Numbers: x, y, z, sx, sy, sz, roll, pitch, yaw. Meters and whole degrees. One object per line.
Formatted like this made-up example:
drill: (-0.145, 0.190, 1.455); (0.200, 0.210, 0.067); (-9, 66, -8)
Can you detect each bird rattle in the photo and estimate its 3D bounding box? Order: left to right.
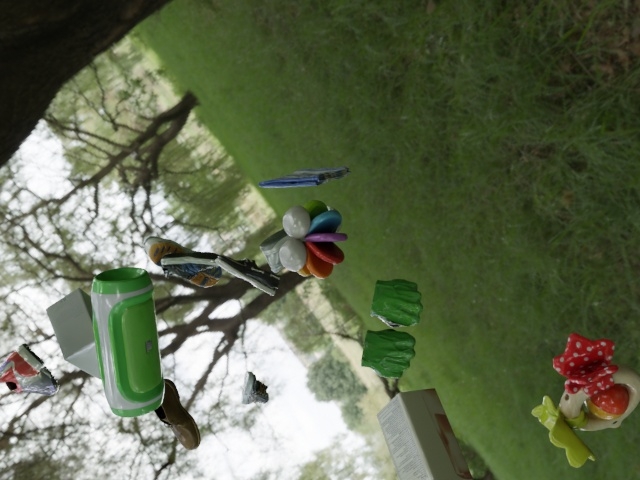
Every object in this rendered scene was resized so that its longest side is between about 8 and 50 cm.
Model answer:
bird rattle: (0.527, 0.295, 1.147); (0.143, 0.206, 0.254); (-125, 41, -62)

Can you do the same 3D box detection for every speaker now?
speaker: (-0.403, 0.213, 1.243); (0.131, 0.131, 0.297); (-139, 45, -71)

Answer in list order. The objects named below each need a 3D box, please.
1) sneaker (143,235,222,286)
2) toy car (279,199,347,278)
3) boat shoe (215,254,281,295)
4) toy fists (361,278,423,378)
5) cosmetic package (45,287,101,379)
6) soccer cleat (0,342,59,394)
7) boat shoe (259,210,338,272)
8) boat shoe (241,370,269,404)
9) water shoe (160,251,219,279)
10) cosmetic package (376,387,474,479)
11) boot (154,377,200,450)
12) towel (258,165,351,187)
sneaker: (-0.463, 0.058, 2.001); (0.296, 0.112, 0.131); (35, 178, -42)
toy car: (0.000, 0.000, 1.365); (0.136, 0.182, 0.159); (13, -171, 44)
boat shoe: (-0.118, 0.050, 0.984); (0.125, 0.038, 0.046); (33, 169, -28)
toy fists: (0.208, 0.246, 1.659); (0.142, 0.279, 0.096); (9, 162, 15)
cosmetic package: (-0.790, 0.323, 2.016); (0.225, 0.138, 0.224); (51, 172, 31)
soccer cleat: (-0.875, 0.412, 1.763); (0.108, 0.116, 0.318); (40, 151, 13)
boat shoe: (-0.056, -0.009, 1.922); (0.118, 0.320, 0.103); (-5, 112, 48)
boat shoe: (-0.196, 0.455, 1.824); (0.183, 0.083, 0.065); (109, 161, -53)
water shoe: (-0.399, 0.082, 1.854); (0.073, 0.203, 0.080); (-57, -34, -69)
cosmetic package: (0.276, 0.558, 1.546); (0.153, 0.129, 0.296); (-58, 41, 44)
boot: (-0.563, 0.688, 2.250); (0.306, 0.112, 0.115); (65, -163, -10)
towel: (-0.045, -0.202, 1.870); (0.285, 0.209, 0.034); (-29, -64, -64)
